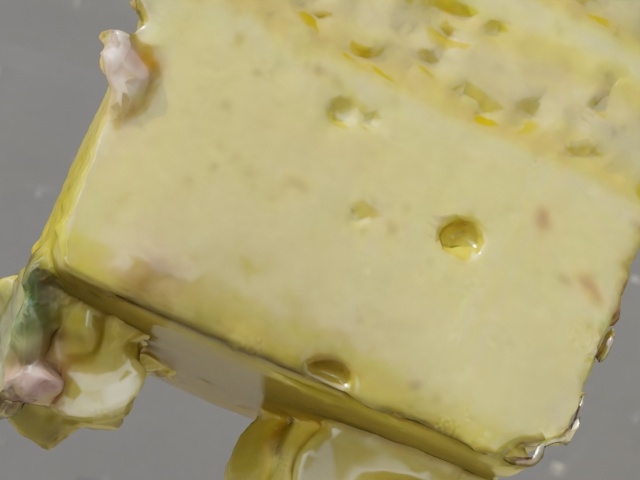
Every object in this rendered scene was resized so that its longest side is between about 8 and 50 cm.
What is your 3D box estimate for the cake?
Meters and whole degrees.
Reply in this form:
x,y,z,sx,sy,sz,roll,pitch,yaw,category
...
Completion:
x,y,z,sx,sy,sz,roll,pitch,yaw,category
0.000,0.000,0.791,0.227,0.286,0.222,25,-16,-6,cake
